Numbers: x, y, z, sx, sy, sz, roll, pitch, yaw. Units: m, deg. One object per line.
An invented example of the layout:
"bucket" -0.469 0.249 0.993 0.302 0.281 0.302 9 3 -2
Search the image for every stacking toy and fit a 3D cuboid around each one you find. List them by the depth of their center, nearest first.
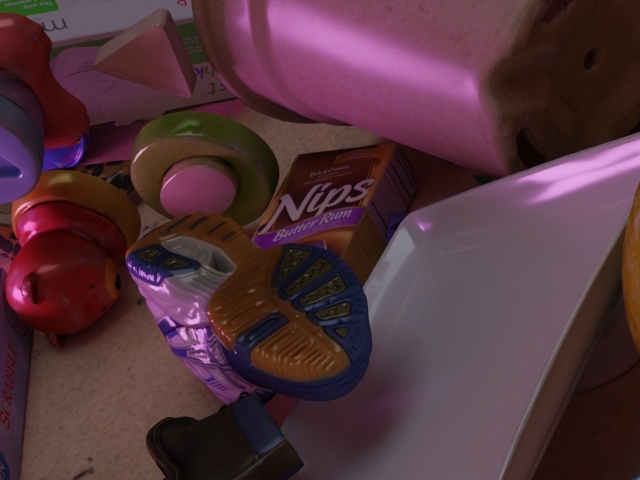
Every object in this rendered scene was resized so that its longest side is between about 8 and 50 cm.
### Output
"stacking toy" -0.201 -0.047 1.568 0.280 0.309 0.130 -9 48 25

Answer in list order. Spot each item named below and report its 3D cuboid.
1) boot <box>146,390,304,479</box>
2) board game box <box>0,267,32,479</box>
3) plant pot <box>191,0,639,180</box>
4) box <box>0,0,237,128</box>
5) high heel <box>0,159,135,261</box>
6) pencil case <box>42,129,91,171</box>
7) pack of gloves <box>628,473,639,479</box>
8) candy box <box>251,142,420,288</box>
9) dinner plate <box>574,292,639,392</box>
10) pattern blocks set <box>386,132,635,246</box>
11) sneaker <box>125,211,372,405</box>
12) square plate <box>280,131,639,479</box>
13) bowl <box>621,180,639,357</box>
"boot" -0.066 0.160 1.359 0.106 0.082 0.219 -33 14 2
"board game box" -0.411 0.197 1.613 0.319 0.066 0.318 -23 36 12
"plant pot" 0.119 -0.194 1.468 0.334 0.334 0.305 -42 46 -15
"box" -0.212 -0.233 1.825 0.262 0.126 0.231 -12 48 -18
"high heel" -0.313 -0.061 1.755 0.261 0.186 0.093 -25 35 9
"pencil case" -0.266 -0.206 1.958 0.133 0.119 0.306 -34 28 39
"pack of gloves" 0.195 0.254 1.124 0.232 0.046 0.195 -35 46 0
"candy box" 0.000 0.000 1.563 0.109 0.053 0.186 -6 40 34
"dinner plate" 0.185 0.047 1.363 0.141 0.017 0.141 -13 54 18
"pattern blocks set" 0.203 -0.055 1.497 0.325 0.026 0.285 -27 35 8
"sneaker" -0.039 0.073 1.400 0.112 0.131 0.296 -28 27 -19
"square plate" 0.085 0.096 1.269 0.344 0.049 0.347 -18 38 59
"bowl" 0.295 0.070 1.130 0.289 0.290 0.156 -89 21 -51
